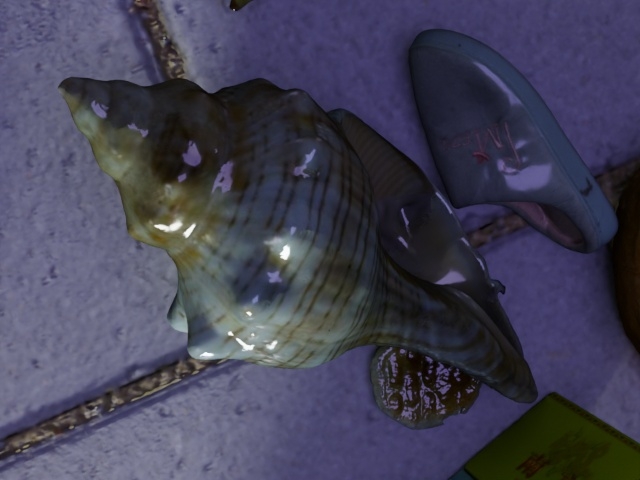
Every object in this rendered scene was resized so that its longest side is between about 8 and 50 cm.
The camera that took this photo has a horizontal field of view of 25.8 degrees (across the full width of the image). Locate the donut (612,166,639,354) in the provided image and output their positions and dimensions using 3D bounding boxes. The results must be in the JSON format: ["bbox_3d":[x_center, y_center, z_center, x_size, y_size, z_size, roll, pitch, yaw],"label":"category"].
[{"bbox_3d":[0.311,0.017,0.971,0.226,0.114,0.227,-2,97,-14],"label":"donut"}]

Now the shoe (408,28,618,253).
[{"bbox_3d":[0.119,-0.051,0.934,0.195,0.079,0.078,45,71,-19],"label":"shoe"}]

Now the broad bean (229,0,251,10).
[{"bbox_3d":[0.068,-0.249,0.914,0.325,0.067,0.075,-38,133,-9],"label":"broad bean"}]

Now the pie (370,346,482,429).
[{"bbox_3d":[0.074,0.092,0.972,0.084,0.020,0.084,-1,96,-14],"label":"pie"}]

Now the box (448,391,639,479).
[{"bbox_3d":[0.075,0.240,0.903,0.335,0.187,0.047,-38,106,-6],"label":"box"}]

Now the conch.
[{"bbox_3d":[-0.012,0.002,0.878,0.386,0.169,0.203,42,48,-45],"label":"conch"}]
